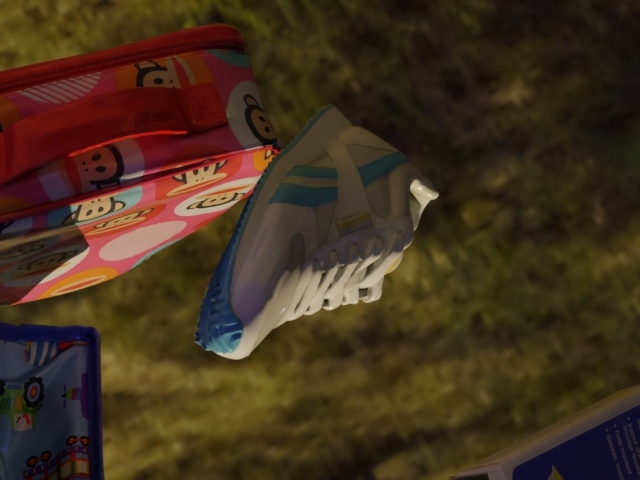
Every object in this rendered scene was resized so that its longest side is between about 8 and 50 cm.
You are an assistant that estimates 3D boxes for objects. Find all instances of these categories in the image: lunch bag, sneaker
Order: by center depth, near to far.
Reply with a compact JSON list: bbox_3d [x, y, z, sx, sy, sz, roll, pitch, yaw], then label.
[{"bbox_3d":[0.000,0.000,1.144,0.087,0.092,0.229,-61,175,37],"label":"sneaker"},{"bbox_3d":[-0.212,0.219,1.218,0.138,0.293,0.221,13,127,-32],"label":"lunch bag"},{"bbox_3d":[-0.178,-0.040,1.236,0.293,0.120,0.258,-15,172,-27],"label":"lunch bag"}]

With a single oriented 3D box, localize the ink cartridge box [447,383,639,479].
[{"bbox_3d":[0.253,0.274,1.521,0.072,0.304,0.307,-19,179,43],"label":"ink cartridge box"}]
